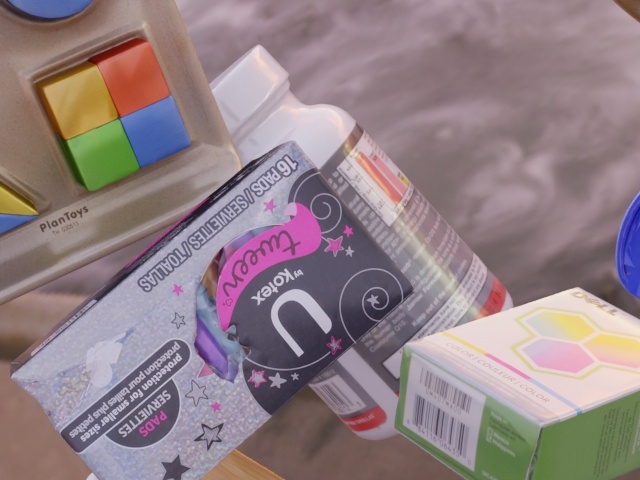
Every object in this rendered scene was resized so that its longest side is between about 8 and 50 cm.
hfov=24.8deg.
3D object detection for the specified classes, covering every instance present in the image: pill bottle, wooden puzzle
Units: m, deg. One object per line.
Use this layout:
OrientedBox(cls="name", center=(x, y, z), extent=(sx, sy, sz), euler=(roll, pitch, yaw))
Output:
OrientedBox(cls="pill bottle", center=(0.000, 0.000, 1.416), extent=(0.210, 0.363, 0.210), euler=(-41, 9, 8))
OrientedBox(cls="wooden puzzle", center=(-0.259, -0.133, 1.149), extent=(0.322, 0.348, 0.080), euler=(-26, 14, -11))

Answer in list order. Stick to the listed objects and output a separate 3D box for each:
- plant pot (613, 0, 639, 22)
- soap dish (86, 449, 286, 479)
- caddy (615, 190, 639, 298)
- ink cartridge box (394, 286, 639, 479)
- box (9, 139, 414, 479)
OrientedBox(cls="plant pot", center=(0.212, -0.200, 0.730), extent=(0.236, 0.236, 0.032), euler=(-1, 20, 38))
OrientedBox(cls="soap dish", center=(-0.099, 0.280, 1.534), extent=(0.118, 0.290, 0.229), euler=(-58, -4, -11))
OrientedBox(cls="caddy", center=(0.463, -0.026, 1.476), extent=(0.179, 0.241, 0.341), euler=(-17, -33, -53))
OrientedBox(cls="ink cartridge box", center=(0.157, 0.084, 0.862), extent=(0.209, 0.062, 0.109), euler=(-13, 30, -37))
OrientedBox(cls="box", center=(-0.081, 0.065, 1.034), extent=(0.247, 0.142, 0.163), euler=(-41, 7, -10))
